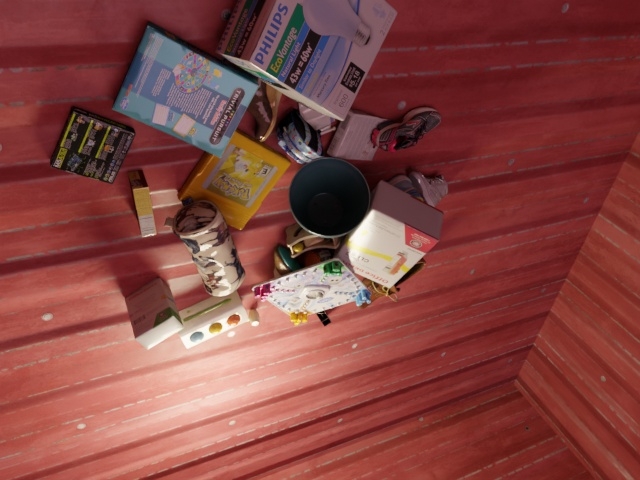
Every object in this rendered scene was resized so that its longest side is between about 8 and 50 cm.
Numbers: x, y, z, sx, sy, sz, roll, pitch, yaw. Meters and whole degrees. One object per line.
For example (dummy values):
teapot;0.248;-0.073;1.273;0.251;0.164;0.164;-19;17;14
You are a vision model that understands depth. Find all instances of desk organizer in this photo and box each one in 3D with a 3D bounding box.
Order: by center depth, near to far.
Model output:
desk organizer;0.005;0.343;2.461;0.047;0.050;0.130;-33;135;-3

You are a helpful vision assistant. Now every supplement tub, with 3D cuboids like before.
supplement tub;0.034;0.082;2.200;0.190;0.117;0.117;-4;128;-39

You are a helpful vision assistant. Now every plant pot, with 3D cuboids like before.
plant pot;0.026;-0.136;1.952;0.290;0.290;0.195;-27;171;-9

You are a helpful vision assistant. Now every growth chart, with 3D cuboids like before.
growth chart;-0.005;-0.458;1.813;0.171;0.021;0.237;-19;133;-17

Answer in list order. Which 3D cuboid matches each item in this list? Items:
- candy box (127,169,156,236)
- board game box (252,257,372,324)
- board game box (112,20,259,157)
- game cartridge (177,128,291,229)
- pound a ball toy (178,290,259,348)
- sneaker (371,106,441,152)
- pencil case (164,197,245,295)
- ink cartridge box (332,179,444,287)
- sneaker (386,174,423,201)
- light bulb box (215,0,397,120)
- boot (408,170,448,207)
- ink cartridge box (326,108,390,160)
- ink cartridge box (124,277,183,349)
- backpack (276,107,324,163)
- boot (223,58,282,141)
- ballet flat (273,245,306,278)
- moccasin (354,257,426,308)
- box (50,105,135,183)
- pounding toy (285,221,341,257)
candy box;-0.573;-0.118;1.699;0.053;0.109;0.187;-12;132;-21
board game box;-0.024;0.228;2.211;0.389;0.050;0.390;-19;147;18
board game box;-0.387;-0.425;1.528;0.335;0.079;0.254;23;113;-27
game cartridge;-0.297;-0.208;1.828;0.285;0.053;0.324;23;111;-41
pound a ball toy;-0.407;0.341;2.158;0.319;0.136;0.208;-23;134;-11
sneaker;0.339;-0.403;1.986;0.299;0.112;0.121;-28;137;-20
pencil case;-0.392;0.037;1.868;0.183;0.160;0.411;1;142;10
ink cartridge box;0.252;-0.009;2.046;0.279;0.161;0.385;25;141;-8
sneaker;0.273;-0.110;2.132;0.319;0.208;0.127;-41;136;7
light bulb box;-0.038;-0.591;1.491;0.360;0.225;0.358;20;99;-40
boot;0.461;-0.243;2.228;0.123;0.095;0.258;-43;144;0
ink cartridge box;0.143;-0.387;1.954;0.224;0.056;0.181;-9;132;-49
ink cartridge box;-0.607;0.262;1.921;0.154;0.212;0.093;-32;139;-5
backpack;-0.065;-0.327;1.759;0.116;0.173;0.158;-38;130;20
boot;-0.233;-0.446;1.666;0.206;0.090;0.249;9;123;-21
ballet flat;-0.114;0.136;2.197;0.124;0.116;0.342;-29;143;22
moccasin;0.322;0.193;2.455;0.380;0.147;0.139;-34;135;-1
box;-0.670;-0.275;1.559;0.184;0.045;0.191;17;117;-36
pounding toy;0.000;0.000;2.101;0.269;0.154;0.155;-25;134;-9
